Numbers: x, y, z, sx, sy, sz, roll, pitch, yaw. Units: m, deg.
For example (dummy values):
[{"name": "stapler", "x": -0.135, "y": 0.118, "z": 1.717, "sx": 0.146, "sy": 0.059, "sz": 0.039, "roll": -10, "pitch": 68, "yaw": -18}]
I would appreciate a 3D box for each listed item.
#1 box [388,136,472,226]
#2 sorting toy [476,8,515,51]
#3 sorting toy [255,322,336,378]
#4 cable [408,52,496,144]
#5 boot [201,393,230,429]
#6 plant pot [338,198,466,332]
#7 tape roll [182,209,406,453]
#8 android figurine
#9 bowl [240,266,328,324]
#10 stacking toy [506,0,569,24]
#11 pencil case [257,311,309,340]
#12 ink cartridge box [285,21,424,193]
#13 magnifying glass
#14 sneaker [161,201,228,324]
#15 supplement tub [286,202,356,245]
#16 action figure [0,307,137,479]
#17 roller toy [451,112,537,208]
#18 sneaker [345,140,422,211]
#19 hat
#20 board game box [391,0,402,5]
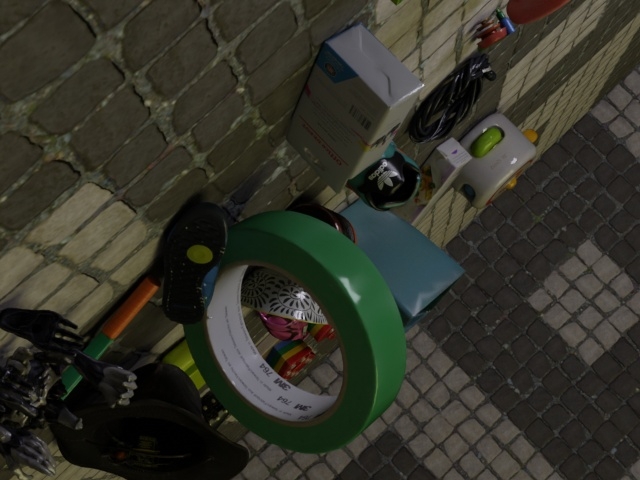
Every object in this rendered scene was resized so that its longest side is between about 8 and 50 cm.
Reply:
[{"name": "box", "x": 0.209, "y": -0.089, "z": 2.035, "sx": 0.067, "sy": 0.063, "sz": 0.324, "roll": -32, "pitch": 164, "yaw": -40}, {"name": "sorting toy", "x": 0.257, "y": -0.318, "z": 1.432, "sx": 0.061, "sy": 0.042, "sz": 0.102, "roll": -30, "pitch": -176, "yaw": 10}, {"name": "sorting toy", "x": -0.041, "y": 0.236, "z": 2.294, "sx": 0.257, "sy": 0.089, "sz": 0.255, "roll": -43, "pitch": 169, "yaw": -1}, {"name": "cable", "x": 0.221, "y": -0.230, "z": 1.592, "sx": 0.184, "sy": 0.047, "sz": 0.150, "roll": -44, "pitch": 169, "yaw": 6}, {"name": "boot", "x": -0.287, "y": 0.424, "z": 2.150, "sx": 0.178, "sy": 0.085, "sz": 0.236, "roll": -45, "pitch": 176, "yaw": -3}, {"name": "plant pot", "x": 0.104, "y": 0.053, "z": 1.745, "sx": 0.165, "sy": 0.234, "sz": 0.165, "roll": -37, "pitch": 167, "yaw": -35}, {"name": "tape roll", "x": -0.042, "y": 0.122, "z": 1.255, "sx": 0.077, "sy": 0.321, "sz": 0.321, "roll": -31, "pitch": 163, "yaw": -47}, {"name": "android figurine", "x": -0.245, "y": 0.240, "z": 1.672, "sx": 0.273, "sy": 0.056, "sz": 0.248, "roll": -39, "pitch": 169, "yaw": -24}, {"name": "bowl", "x": -0.058, "y": 0.080, "z": 1.572, "sx": 0.170, "sy": 0.170, "sz": 0.080, "roll": 15, "pitch": 89, "yaw": -77}, {"name": "stacking toy", "x": 0.310, "y": -0.422, "z": 1.171, "sx": 0.309, "sy": 0.130, "sz": 0.279, "roll": -42, "pitch": -165, "yaw": 7}, {"name": "pencil case", "x": -0.067, "y": 0.140, "z": 1.821, "sx": 0.095, "sy": 0.098, "sz": 0.209, "roll": -42, "pitch": 168, "yaw": -6}, {"name": "ink cartridge box", "x": 0.033, "y": -0.145, "z": 1.087, "sx": 0.061, "sy": 0.104, "sz": 0.181, "roll": -36, "pitch": 168, "yaw": -31}, {"name": "magnifying glass", "x": -0.280, "y": 0.135, "z": 1.199, "sx": 0.231, "sy": 0.026, "sz": 0.092, "roll": -50, "pitch": -177, "yaw": 10}, {"name": "sneaker", "x": -0.153, "y": 0.013, "z": 1.169, "sx": 0.209, "sy": 0.069, "sz": 0.082, "roll": 110, "pitch": -8, "yaw": -47}, {"name": "supplement tub", "x": 0.000, "y": 0.000, "z": 1.514, "sx": 0.106, "sy": 0.106, "sz": 0.198, "roll": -45, "pitch": 169, "yaw": 7}, {"name": "action figure", "x": -0.297, "y": 0.172, "z": 1.026, "sx": 0.164, "sy": 0.141, "sz": 0.276, "roll": -52, "pitch": 171, "yaw": -21}, {"name": "roller toy", "x": 0.378, "y": -0.171, "z": 2.108, "sx": 0.209, "sy": 0.146, "sz": 0.191, "roll": -30, "pitch": 163, "yaw": -52}, {"name": "sneaker", "x": 0.093, "y": -0.094, "z": 1.450, "sx": 0.108, "sy": 0.121, "sz": 0.302, "roll": -45, "pitch": 169, "yaw": 9}, {"name": "hat", "x": -0.251, "y": 0.271, "z": 1.466, "sx": 0.331, "sy": 0.331, "sz": 0.134, "roll": 121, "pitch": -19, "yaw": -54}, {"name": "board game box", "x": 0.133, "y": -0.320, "z": 0.944, "sx": 0.181, "sy": 0.043, "sz": 0.092, "roll": -40, "pitch": 168, "yaw": -18}]
